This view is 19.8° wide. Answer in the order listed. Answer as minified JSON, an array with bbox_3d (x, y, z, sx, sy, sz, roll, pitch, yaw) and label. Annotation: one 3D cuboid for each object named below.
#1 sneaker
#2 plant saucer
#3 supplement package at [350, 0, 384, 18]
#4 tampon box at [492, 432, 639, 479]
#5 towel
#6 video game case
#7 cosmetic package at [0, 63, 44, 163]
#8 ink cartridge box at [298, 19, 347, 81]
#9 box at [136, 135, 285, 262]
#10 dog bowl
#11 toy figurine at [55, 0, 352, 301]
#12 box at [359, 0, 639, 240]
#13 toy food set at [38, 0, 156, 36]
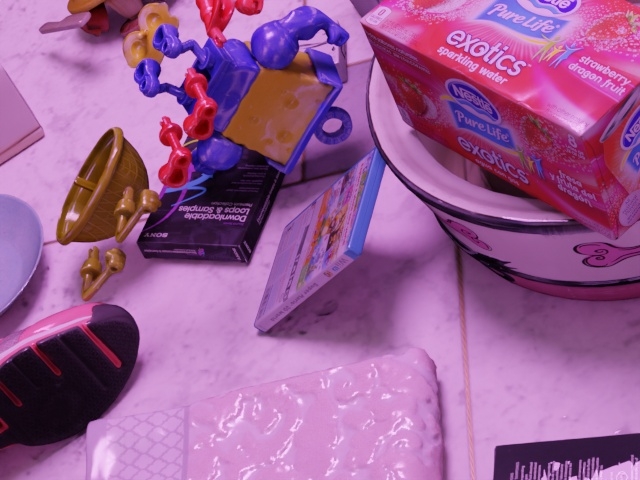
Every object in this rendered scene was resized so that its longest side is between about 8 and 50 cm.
[{"bbox_3d":[-0.314,0.134,1.641,0.314,0.116,0.136,-33,42,-7],"label":"sneaker"},{"bbox_3d":[-0.355,0.037,1.805,0.195,0.037,0.195,-13,47,14],"label":"plant saucer"},{"bbox_3d":[0.160,-0.318,1.785,0.293,0.175,0.177,-30,46,-2],"label":"supplement package"},{"bbox_3d":[0.212,0.214,1.311,0.161,0.120,0.101,-7,47,20],"label":"tampon box"},{"bbox_3d":[-0.053,0.249,1.456,0.317,0.053,0.331,-13,47,14],"label":"towel"},{"bbox_3d":[0.000,0.000,1.614,0.166,0.015,0.119,-41,25,49],"label":"video game case"},{"bbox_3d":[-0.468,-0.100,1.932,0.309,0.113,0.160,-34,44,-6],"label":"cosmetic package"},{"bbox_3d":[0.000,-0.193,1.852,0.048,0.028,0.083,-14,45,13],"label":"ink cartridge box"},{"bbox_3d":[-0.097,-0.049,1.767,0.116,0.029,0.162,1,52,26],"label":"box"},{"bbox_3d":[0.253,-0.121,1.581,0.408,0.150,0.408,-14,45,14],"label":"dog bowl"},{"bbox_3d":[-0.069,-0.096,1.673,0.362,0.217,0.191,-59,35,23],"label":"toy figurine"},{"bbox_3d":[0.169,-0.126,1.429,0.128,0.122,0.257,-41,45,-15],"label":"box"},{"bbox_3d":[-0.206,-0.276,2.009,0.128,0.071,0.218,-6,41,54],"label":"toy food set"}]
